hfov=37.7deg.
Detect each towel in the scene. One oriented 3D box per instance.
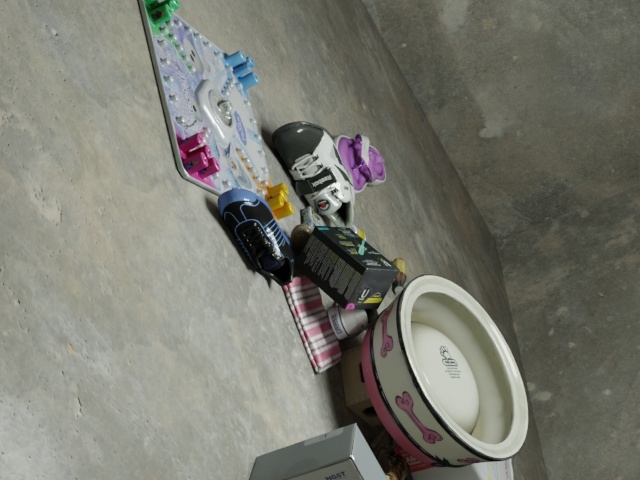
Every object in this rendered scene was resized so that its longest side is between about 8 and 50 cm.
[{"bbox_3d":[-0.011,0.164,1.894,0.197,0.029,0.144,69,19,3],"label":"towel"}]

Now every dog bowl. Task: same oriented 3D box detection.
[{"bbox_3d":[0.249,0.283,1.940,0.408,0.150,0.408,32,40,-31],"label":"dog bowl"}]

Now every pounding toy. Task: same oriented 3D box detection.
[{"bbox_3d":[0.135,0.345,1.997,0.206,0.094,0.181,47,27,-47],"label":"pounding toy"}]

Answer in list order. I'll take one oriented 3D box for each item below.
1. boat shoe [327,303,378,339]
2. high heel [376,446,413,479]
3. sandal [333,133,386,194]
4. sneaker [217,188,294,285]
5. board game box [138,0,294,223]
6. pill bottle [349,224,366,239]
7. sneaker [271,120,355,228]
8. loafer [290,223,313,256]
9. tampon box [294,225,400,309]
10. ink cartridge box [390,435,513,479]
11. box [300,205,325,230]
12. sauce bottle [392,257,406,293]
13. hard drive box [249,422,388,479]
[{"bbox_3d":[0.080,0.156,2.028,0.267,0.088,0.096,19,51,-79],"label":"boat shoe"},{"bbox_3d":[0.101,0.461,1.844,0.261,0.093,0.186,31,17,-43],"label":"high heel"},{"bbox_3d":[0.124,-0.228,2.610,0.169,0.102,0.416,67,18,-1],"label":"sandal"},{"bbox_3d":[-0.109,-0.003,1.720,0.232,0.081,0.090,49,19,-48],"label":"sneaker"},{"bbox_3d":[-0.192,-0.255,1.824,0.390,0.050,0.390,28,44,-64],"label":"board game box"},{"bbox_3d":[0.085,-0.012,2.345,0.083,0.043,0.043,27,44,-63],"label":"pill bottle"},{"bbox_3d":[0.003,-0.141,2.132,0.330,0.122,0.146,45,27,-49],"label":"sneaker"},{"bbox_3d":[-0.025,0.013,1.994,0.050,0.056,0.148,-94,165,-44],"label":"loafer"},{"bbox_3d":[0.054,0.056,1.904,0.161,0.101,0.120,40,22,33],"label":"tampon box"},{"bbox_3d":[0.321,0.500,2.239,0.385,0.160,0.279,58,22,-27],"label":"ink cartridge box"},{"bbox_3d":[0.000,0.000,2.115,0.137,0.027,0.094,52,23,-40],"label":"box"},{"bbox_3d":[0.218,0.100,2.602,0.042,0.042,0.128,58,23,-29],"label":"sauce bottle"},{"bbox_3d":[0.023,0.422,1.452,0.232,0.181,0.089,62,19,-19],"label":"hard drive box"}]
